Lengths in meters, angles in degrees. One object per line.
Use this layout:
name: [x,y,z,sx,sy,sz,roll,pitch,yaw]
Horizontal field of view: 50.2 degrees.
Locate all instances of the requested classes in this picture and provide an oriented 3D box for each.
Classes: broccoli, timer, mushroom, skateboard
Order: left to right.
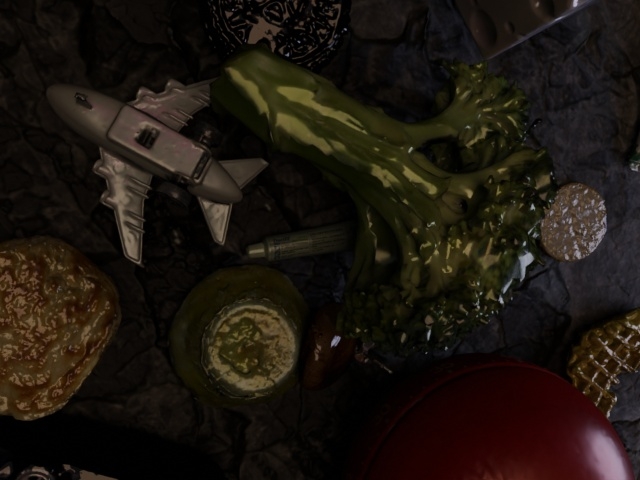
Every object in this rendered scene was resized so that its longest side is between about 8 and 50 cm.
mushroom: [0.012,0.136,0.869,0.052,0.123,0.123,11,97,22]
broccoli: [0.065,-0.038,0.771,0.396,0.353,0.275,9,140,-34]
skateboard: [0.078,0.142,0.900,0.032,0.083,0.064,43,85,-17]
timer: [0.214,0.338,0.872,0.377,0.279,0.378,-2,97,-16]

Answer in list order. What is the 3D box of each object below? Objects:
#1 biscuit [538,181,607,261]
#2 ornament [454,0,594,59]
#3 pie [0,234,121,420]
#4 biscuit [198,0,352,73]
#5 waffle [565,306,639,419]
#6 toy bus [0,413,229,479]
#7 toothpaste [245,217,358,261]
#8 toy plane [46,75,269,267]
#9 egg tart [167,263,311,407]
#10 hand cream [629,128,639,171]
biscuit: [0.365,-0.026,0.991,0.120,0.015,0.120,-3,100,-15]
ornament: [0.277,-0.387,0.761,0.239,0.239,0.240,-30,95,-16]
pie: [-0.333,0.095,0.775,0.178,0.084,0.205,33,87,-20]
biscuit: [-0.050,-0.281,0.811,0.194,0.053,0.195,-3,100,-16]
waffle: [0.453,0.184,1.033,0.194,0.051,0.149,-20,104,-17]
toy bus: [-0.256,0.312,0.809,0.302,0.127,0.147,19,97,-18]
toothpaste: [0.000,0.000,0.885,0.197,0.029,0.048,-9,103,-18]
toy plane: [-0.189,-0.107,0.775,0.255,0.101,0.251,31,78,-18]
egg tart: [-0.096,0.125,0.852,0.197,0.078,0.197,-2,97,-15]
hand cream: [0.518,-0.230,0.984,0.095,0.059,0.276,8,101,-15]
